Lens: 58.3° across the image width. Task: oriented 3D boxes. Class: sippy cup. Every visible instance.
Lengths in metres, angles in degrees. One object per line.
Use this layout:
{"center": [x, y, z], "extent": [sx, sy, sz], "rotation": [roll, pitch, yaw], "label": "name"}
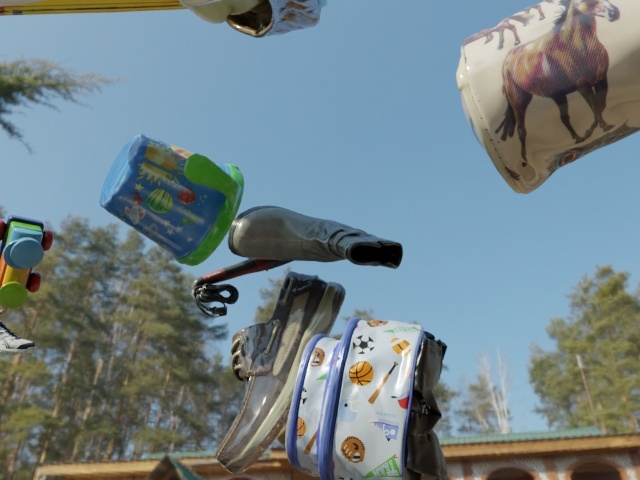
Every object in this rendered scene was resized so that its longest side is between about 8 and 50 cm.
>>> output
{"center": [-0.311, -0.096, 1.170], "extent": [0.224, 0.240, 0.305], "rotation": [29, -62, -31], "label": "sippy cup"}

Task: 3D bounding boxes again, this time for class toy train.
{"center": [-0.568, 0.089, 1.053], "extent": [0.105, 0.248, 0.143], "rotation": [15, 7, -33], "label": "toy train"}

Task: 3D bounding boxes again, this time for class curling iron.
{"center": [-0.091, 0.049, 0.926], "extent": [0.274, 0.068, 0.035], "rotation": [-26, 3, -40], "label": "curling iron"}

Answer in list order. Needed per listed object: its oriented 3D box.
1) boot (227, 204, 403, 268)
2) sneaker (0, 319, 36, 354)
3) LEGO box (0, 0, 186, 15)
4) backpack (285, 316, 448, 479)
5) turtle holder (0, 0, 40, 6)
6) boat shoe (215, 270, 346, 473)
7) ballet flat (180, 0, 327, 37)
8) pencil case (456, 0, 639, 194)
{"center": [0.000, 0.000, 0.869], "extent": [0.247, 0.083, 0.161], "rotation": [2, 8, -39], "label": "boot"}
{"center": [-0.359, 0.105, 0.640], "extent": [0.083, 0.037, 0.032], "rotation": [14, -11, -9], "label": "sneaker"}
{"center": [-0.340, -0.580, 0.913], "extent": [0.500, 0.193, 0.372], "rotation": [-6, -50, -10], "label": "LEGO box"}
{"center": [0.071, 0.220, 0.759], "extent": [0.213, 0.276, 0.263], "rotation": [3, -24, 6], "label": "backpack"}
{"center": [-0.207, -0.299, 0.330], "extent": [0.227, 0.243, 0.320], "rotation": [2, -57, -27], "label": "turtle holder"}
{"center": [-0.081, 0.195, 0.922], "extent": [0.130, 0.355, 0.132], "rotation": [25, -39, 8], "label": "boat shoe"}
{"center": [-0.056, -0.215, 0.426], "extent": [0.124, 0.342, 0.116], "rotation": [-24, -79, 2], "label": "ballet flat"}
{"center": [0.331, -0.187, 0.513], "extent": [0.410, 0.159, 0.183], "rotation": [-23, -22, 19], "label": "pencil case"}
